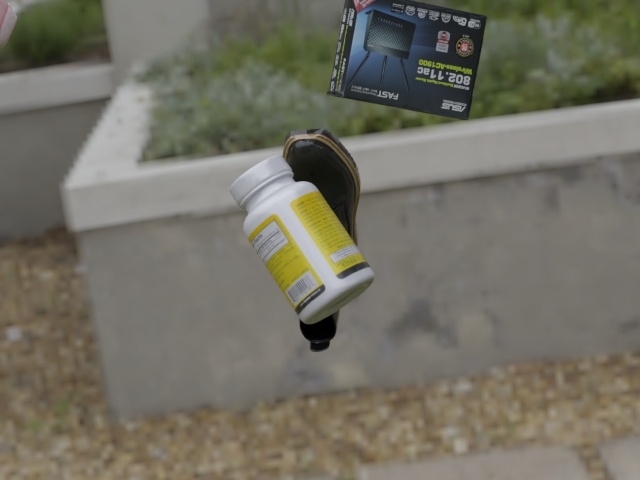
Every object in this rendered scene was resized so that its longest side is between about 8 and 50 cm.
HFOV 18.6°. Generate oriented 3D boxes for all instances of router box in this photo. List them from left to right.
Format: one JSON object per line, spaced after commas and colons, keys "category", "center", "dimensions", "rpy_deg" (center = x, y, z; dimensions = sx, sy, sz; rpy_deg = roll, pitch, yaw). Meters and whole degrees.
{"category": "router box", "center": [0.074, -0.157, 1.656], "dimensions": [0.122, 0.092, 0.038], "rpy_deg": [9, 4, -21]}

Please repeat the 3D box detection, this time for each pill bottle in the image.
{"category": "pill bottle", "center": [-0.016, -0.002, 1.433], "dimensions": [0.065, 0.116, 0.065], "rpy_deg": [-32, -10, -6]}

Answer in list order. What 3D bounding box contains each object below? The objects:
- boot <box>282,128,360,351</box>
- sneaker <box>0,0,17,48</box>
{"category": "boot", "center": [0.000, 0.000, 1.948], "dimensions": [0.076, 0.198, 0.137], "rpy_deg": [-4, 44, 14]}
{"category": "sneaker", "center": [-0.352, -0.256, 2.017], "dimensions": [0.051, 0.134, 0.070], "rpy_deg": [-19, -20, 29]}
